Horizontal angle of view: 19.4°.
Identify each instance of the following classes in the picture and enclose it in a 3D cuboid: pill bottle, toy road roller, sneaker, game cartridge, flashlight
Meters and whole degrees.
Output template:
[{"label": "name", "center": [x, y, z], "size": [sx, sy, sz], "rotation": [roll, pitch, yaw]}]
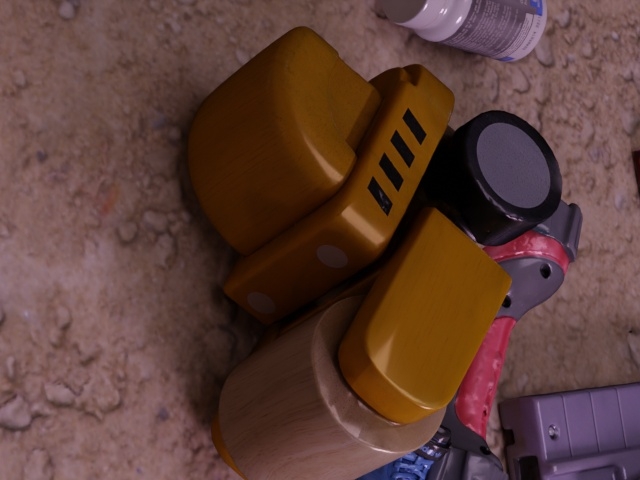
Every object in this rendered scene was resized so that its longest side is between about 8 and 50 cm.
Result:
[{"label": "pill bottle", "center": [0.122, -0.203, 1.604], "size": [0.137, 0.078, 0.078], "rotation": [10, 73, -41]}, {"label": "toy road roller", "center": [0.000, 0.000, 1.373], "size": [0.240, 0.202, 0.329], "rotation": [39, 50, -14]}, {"label": "sneaker", "center": [0.061, 0.173, 1.406], "size": [0.058, 0.084, 0.152], "rotation": [33, 29, -26]}, {"label": "game cartridge", "center": [0.275, 0.302, 1.637], "size": [0.230, 0.068, 0.355], "rotation": [-4, 82, -38]}, {"label": "flashlight", "center": [0.138, 0.099, 1.532], "size": [0.103, 0.103, 0.304], "rotation": [35, 57, -34]}]

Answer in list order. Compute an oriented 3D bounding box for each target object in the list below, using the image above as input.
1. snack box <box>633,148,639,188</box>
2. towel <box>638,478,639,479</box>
[{"label": "snack box", "center": [0.340, -0.002, 1.790], "size": [0.064, 0.022, 0.178], "rotation": [-4, 82, -42]}, {"label": "towel", "center": [0.292, 0.276, 1.601], "size": [0.110, 0.027, 0.148], "rotation": [-28, 99, -41]}]
